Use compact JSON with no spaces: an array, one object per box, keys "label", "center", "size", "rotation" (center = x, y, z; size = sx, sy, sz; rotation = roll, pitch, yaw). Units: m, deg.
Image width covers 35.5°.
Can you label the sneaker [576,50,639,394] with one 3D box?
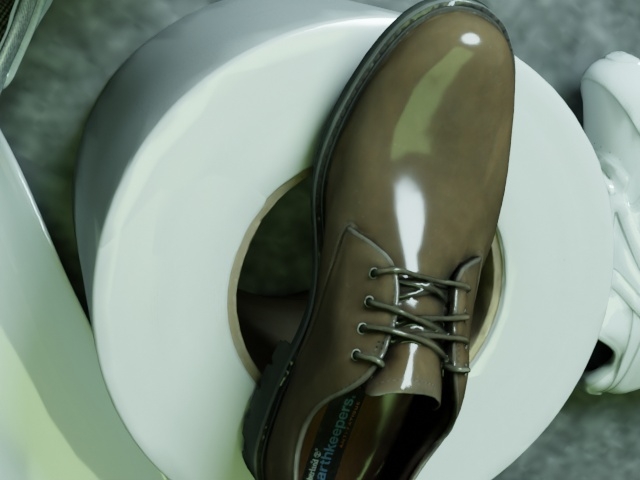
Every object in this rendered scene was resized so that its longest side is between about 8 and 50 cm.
[{"label":"sneaker","center":[0.179,0.004,0.615],"size":[0.115,0.090,0.232],"rotation":[-18,110,-7]}]

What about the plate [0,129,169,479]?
[{"label":"plate","center":[-0.236,0.108,0.489],"size":[0.278,0.045,0.277],"rotation":[-27,94,-23]}]

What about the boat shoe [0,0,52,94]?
[{"label":"boat shoe","center":[-0.223,-0.032,0.419],"size":[0.121,0.119,0.335],"rotation":[31,78,-16]}]

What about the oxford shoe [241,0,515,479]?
[{"label":"oxford shoe","center":[0.036,0.020,0.389],"size":[0.082,0.096,0.227],"rotation":[10,102,-17]}]

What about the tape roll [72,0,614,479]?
[{"label":"tape roll","center":[0.000,0.000,0.514],"size":[0.246,0.169,0.246],"rotation":[-5,109,-15]}]
